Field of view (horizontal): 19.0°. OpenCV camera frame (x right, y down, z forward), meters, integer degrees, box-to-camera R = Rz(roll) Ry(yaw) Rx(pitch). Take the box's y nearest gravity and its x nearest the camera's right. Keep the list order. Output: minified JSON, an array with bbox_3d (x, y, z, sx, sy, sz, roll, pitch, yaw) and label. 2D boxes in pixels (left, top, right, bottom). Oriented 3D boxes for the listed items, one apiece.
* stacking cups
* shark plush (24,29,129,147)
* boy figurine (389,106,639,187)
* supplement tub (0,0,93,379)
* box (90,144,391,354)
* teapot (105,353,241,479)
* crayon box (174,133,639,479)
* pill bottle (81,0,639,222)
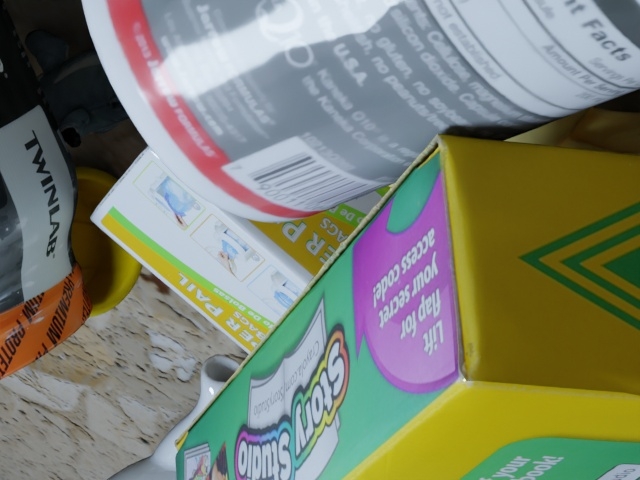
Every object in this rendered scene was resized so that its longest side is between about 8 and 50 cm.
[{"bbox_3d":[-0.248,0.007,1.295,0.316,0.096,0.096,-3,130,49],"label":"stacking cups"},{"bbox_3d":[-0.126,-0.070,1.091,0.161,0.067,0.073,9,138,40],"label":"shark plush"},{"bbox_3d":[0.058,-0.083,0.858,0.285,0.092,0.177,35,149,4],"label":"boy figurine"},{"bbox_3d":[-0.260,-0.082,1.006,0.207,0.207,0.338,-8,110,51],"label":"supplement tub"},{"bbox_3d":[0.000,0.000,1.006,0.203,0.114,0.103,40,150,-5],"label":"box"},{"bbox_3d":[-0.060,0.255,1.269,0.256,0.252,0.187,40,158,-10],"label":"teapot"},{"bbox_3d":[0.132,0.086,0.835,0.313,0.106,0.363,6,155,-18],"label":"crayon box"},{"bbox_3d":[0.067,-0.122,0.669,0.283,0.161,0.161,-21,118,33],"label":"pill bottle"}]
